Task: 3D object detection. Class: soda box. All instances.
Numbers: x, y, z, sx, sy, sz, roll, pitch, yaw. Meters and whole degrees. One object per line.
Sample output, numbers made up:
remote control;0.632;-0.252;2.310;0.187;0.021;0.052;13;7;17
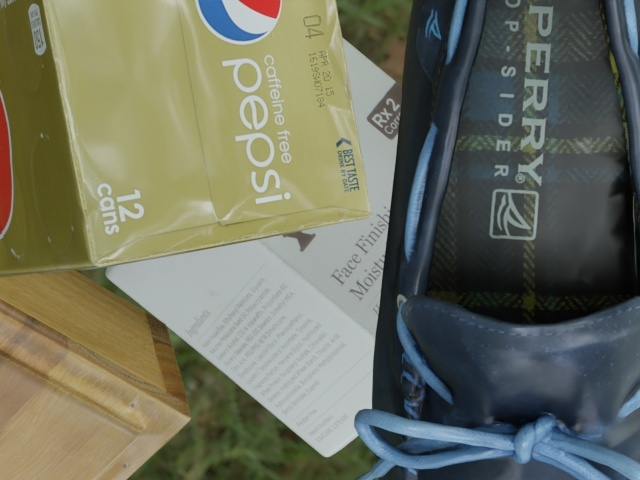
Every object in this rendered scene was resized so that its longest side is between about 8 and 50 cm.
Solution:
soda box;-0.057;-0.025;0.409;0.058;0.181;0.061;-11;92;-24

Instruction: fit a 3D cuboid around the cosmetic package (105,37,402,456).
cosmetic package;0.000;0.000;1.090;0.151;0.184;0.151;-52;-177;-32

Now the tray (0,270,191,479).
tray;-0.272;0.149;0.815;0.411;0.076;0.203;-44;127;17

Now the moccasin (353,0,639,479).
moccasin;0.067;0.028;0.678;0.117;0.138;0.342;-38;122;-83
